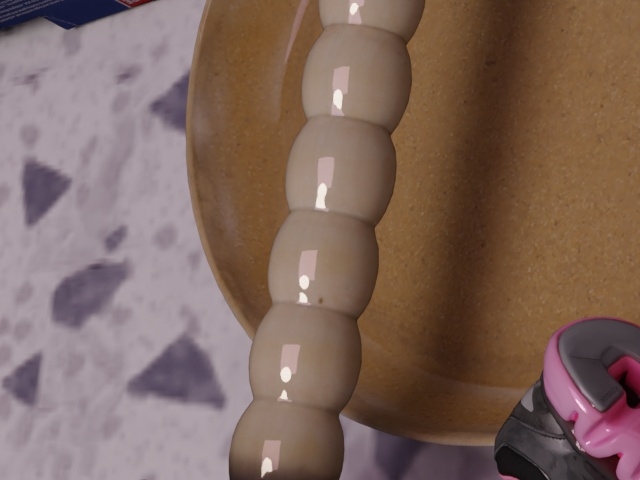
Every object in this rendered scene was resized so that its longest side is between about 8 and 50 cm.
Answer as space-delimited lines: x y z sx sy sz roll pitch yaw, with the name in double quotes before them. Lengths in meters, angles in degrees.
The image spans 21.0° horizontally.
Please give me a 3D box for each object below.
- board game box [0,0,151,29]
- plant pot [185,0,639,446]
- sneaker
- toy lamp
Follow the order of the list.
"board game box" -0.106 -0.177 0.647 0.194 0.060 0.194 -12 67 34
"plant pot" 0.061 -0.056 0.498 0.236 0.032 0.236 -12 69 34
"sneaker" 0.088 0.076 0.416 0.119 0.047 0.057 48 130 13
"toy lamp" 0.000 0.000 0.456 0.080 0.080 0.274 0 74 37
